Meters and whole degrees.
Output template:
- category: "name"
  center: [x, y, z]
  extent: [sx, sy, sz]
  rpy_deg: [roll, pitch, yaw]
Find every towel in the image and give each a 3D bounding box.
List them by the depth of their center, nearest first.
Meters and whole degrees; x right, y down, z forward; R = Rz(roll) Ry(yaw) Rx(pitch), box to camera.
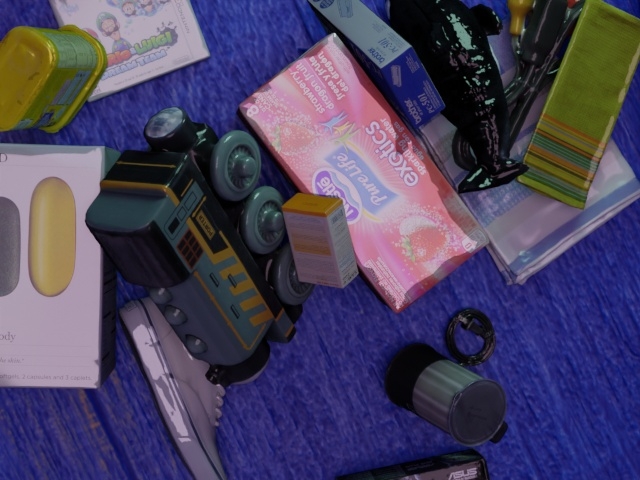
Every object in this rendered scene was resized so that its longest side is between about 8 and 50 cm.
- category: "towel"
  center: [0.314, -0.161, 1.635]
  extent: [0.102, 0.021, 0.237]
  rpy_deg: [20, 93, -26]
- category: "towel"
  center: [0.241, -0.114, 1.680]
  extent: [0.209, 0.034, 0.285]
  rpy_deg: [-34, 94, -3]

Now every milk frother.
- category: "milk frother"
  center: [0.173, 0.158, 1.634]
  extent: [0.129, 0.134, 0.143]
  rpy_deg: [19, 94, -36]

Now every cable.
- category: "cable"
  center: [0.250, -0.208, 1.653]
  extent: [0.139, 0.072, 0.287]
  rpy_deg: [21, 95, -25]

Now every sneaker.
- category: "sneaker"
  center: [-0.151, 0.181, 1.633]
  extent: [0.091, 0.094, 0.258]
  rpy_deg: [-23, 99, -13]

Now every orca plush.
- category: "orca plush"
  center: [0.134, -0.193, 1.581]
  extent: [0.151, 0.102, 0.287]
  rpy_deg: [-16, 73, 24]

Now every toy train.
- category: "toy train"
  center: [-0.125, 0.014, 1.532]
  extent: [0.190, 0.142, 0.334]
  rpy_deg: [-57, 138, -30]

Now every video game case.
- category: "video game case"
  center: [-0.229, -0.258, 1.645]
  extent: [0.157, 0.019, 0.143]
  rpy_deg: [-21, 93, -3]

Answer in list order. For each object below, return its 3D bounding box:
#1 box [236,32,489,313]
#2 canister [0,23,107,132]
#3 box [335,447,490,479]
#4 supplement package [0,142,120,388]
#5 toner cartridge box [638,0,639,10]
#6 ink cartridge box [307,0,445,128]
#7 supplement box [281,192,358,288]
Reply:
- category: "box"
  center: [0.046, -0.077, 1.607]
  extent: [0.142, 0.154, 0.300]
  rpy_deg: [-38, 95, -2]
- category: "canister"
  center: [-0.317, -0.182, 1.554]
  extent: [0.073, 0.170, 0.126]
  rpy_deg: [37, 101, 3]
- category: "box"
  center: [0.121, 0.345, 1.667]
  extent: [0.180, 0.077, 0.147]
  rpy_deg: [-11, 93, -4]
- category: "supplement package"
  center: [-0.335, 0.023, 1.559]
  extent: [0.199, 0.198, 0.263]
  rpy_deg: [2, 92, -4]
- category: "toner cartridge box"
  center: [0.446, -0.198, 1.626]
  extent: [0.075, 0.165, 0.348]
  rpy_deg: [-9, 93, -5]
- category: "ink cartridge box"
  center: [0.060, -0.215, 1.566]
  extent: [0.046, 0.207, 0.097]
  rpy_deg: [-36, 129, -2]
- category: "supplement box"
  center: [0.000, 0.000, 1.527]
  extent: [0.062, 0.036, 0.098]
  rpy_deg: [9, 125, 34]
